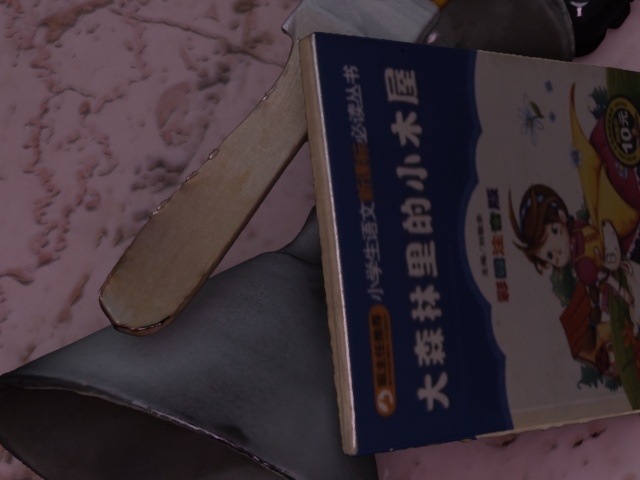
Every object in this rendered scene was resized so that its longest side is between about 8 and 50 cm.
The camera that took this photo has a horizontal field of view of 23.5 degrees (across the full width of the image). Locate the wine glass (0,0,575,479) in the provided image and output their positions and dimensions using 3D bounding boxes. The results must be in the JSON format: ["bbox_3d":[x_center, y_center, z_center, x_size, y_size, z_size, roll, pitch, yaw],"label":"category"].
[{"bbox_3d":[0.000,0.000,0.979,0.267,0.267,0.406,19,61,16],"label":"wine glass"}]

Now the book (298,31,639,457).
[{"bbox_3d":[0.117,0.000,0.912,0.018,0.322,0.228,-12,83,44],"label":"book"}]

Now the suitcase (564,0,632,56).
[{"bbox_3d":[0.201,-0.291,1.199,0.206,0.066,0.285,32,70,20],"label":"suitcase"}]

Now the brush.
[{"bbox_3d":[-0.017,-0.073,0.871,0.085,0.020,0.336,31,61,13],"label":"brush"}]
